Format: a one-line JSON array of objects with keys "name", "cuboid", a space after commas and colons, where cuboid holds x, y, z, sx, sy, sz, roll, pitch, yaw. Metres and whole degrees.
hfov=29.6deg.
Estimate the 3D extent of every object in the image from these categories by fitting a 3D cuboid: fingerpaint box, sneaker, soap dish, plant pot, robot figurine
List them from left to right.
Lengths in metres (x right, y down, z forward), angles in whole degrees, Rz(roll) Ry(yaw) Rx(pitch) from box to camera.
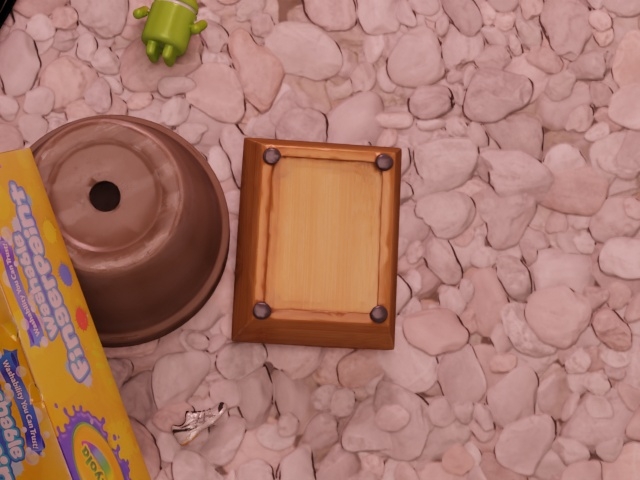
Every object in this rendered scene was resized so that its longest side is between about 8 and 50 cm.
[{"name": "fingerpaint box", "cuboid": [-0.443, 0.163, 1.395, 0.371, 0.163, 0.445, -18, 95, 20]}, {"name": "plant pot", "cuboid": [-0.269, -0.030, 1.564, 0.323, 0.280, 0.323, 1, 81, -8]}, {"name": "robot figurine", "cuboid": [-0.214, -0.308, 1.723, 0.101, 0.067, 0.115, 15, 79, 8]}, {"name": "sneaker", "cuboid": [-0.166, 0.243, 1.656, 0.083, 0.032, 0.037, -37, 87, -12]}, {"name": "soap dish", "cuboid": [0.000, 0.000, 1.673, 0.229, 0.118, 0.291, 4, 81, -6]}]

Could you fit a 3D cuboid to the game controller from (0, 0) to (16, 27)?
[{"name": "game controller", "cuboid": [-0.474, -0.430, 1.712, 0.166, 0.067, 0.319, 25, 78, -2]}]
